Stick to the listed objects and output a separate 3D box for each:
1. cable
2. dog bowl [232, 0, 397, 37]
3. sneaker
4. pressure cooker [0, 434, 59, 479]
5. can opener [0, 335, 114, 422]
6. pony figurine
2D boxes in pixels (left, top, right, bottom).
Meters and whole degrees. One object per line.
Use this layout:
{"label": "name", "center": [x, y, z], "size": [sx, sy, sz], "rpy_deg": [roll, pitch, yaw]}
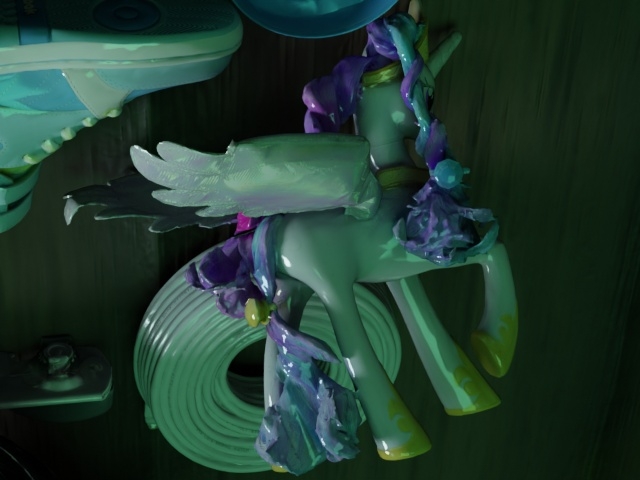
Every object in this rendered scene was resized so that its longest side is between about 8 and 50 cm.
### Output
{"label": "cable", "center": [-0.050, 0.107, 1.433], "size": [0.257, 0.089, 0.257], "rpy_deg": [-12, 130, -9]}
{"label": "dog bowl", "center": [0.021, -0.299, 1.140], "size": [0.165, 0.074, 0.297], "rpy_deg": [11, 124, -26]}
{"label": "sneaker", "center": [-0.218, -0.099, 1.191], "size": [0.319, 0.127, 0.208], "rpy_deg": [-3, 127, -4]}
{"label": "pressure cooker", "center": [-0.318, 0.401, 1.386], "size": [0.369, 0.376, 0.420], "rpy_deg": [16, 153, 23]}
{"label": "can opener", "center": [-0.330, 0.147, 1.382], "size": [0.283, 0.076, 0.095], "rpy_deg": [-5, 128, -14]}
{"label": "pony figurine", "center": [0.000, 0.000, 1.233], "size": [0.351, 0.303, 0.364], "rpy_deg": [-14, 95, -26]}
